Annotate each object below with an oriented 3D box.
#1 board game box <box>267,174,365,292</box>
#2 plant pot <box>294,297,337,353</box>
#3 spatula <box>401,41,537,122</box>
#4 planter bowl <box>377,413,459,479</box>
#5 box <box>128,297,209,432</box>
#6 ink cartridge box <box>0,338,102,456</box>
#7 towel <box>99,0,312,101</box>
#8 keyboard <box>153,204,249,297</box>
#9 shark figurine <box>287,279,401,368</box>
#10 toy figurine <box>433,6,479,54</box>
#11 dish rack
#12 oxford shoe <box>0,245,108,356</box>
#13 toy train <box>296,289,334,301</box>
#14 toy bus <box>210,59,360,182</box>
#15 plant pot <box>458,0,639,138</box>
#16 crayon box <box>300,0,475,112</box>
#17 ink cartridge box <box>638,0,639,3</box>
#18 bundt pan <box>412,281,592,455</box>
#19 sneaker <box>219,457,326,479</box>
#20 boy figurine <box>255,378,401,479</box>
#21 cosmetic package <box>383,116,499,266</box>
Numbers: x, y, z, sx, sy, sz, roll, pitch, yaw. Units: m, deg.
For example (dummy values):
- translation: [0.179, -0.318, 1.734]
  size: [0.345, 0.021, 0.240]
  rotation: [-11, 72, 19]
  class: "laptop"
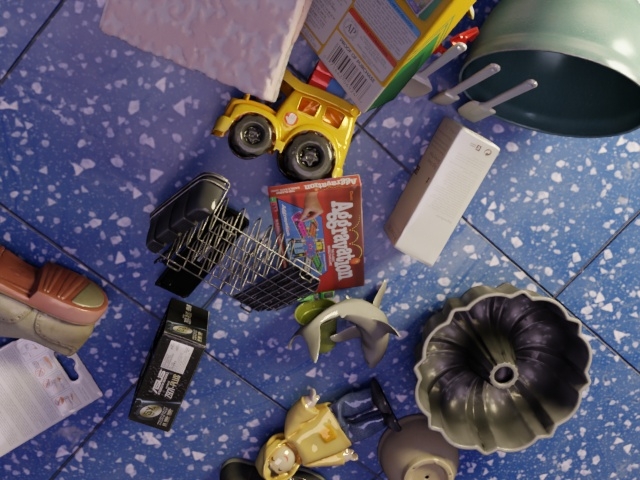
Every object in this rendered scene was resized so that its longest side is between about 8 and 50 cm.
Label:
- translation: [0.000, 0.000, 1.320]
  size: [0.145, 0.027, 0.281]
  rotation: [-9, 143, -2]
  class: "board game box"
- translation: [-0.001, 0.161, 1.433]
  size: [0.083, 0.083, 0.079]
  rotation: [-10, 121, -2]
  class: "plant pot"
- translation: [0.221, -0.242, 1.237]
  size: [0.168, 0.242, 0.019]
  rotation: [25, 81, -11]
  class: "spatula"
- translation: [0.199, 0.434, 1.523]
  size: [0.162, 0.109, 0.162]
  rotation: [-2, 109, -6]
  class: "planter bowl"
- translation: [-0.265, 0.216, 1.384]
  size: [0.077, 0.147, 0.180]
  rotation: [21, 106, -12]
  class: "box"
- translation: [-0.544, 0.266, 1.437]
  size: [0.224, 0.056, 0.181]
  rotation: [-31, 110, -14]
  class: "ink cartridge box"
- translation: [-0.153, -0.405, 1.160]
  size: [0.331, 0.053, 0.317]
  rotation: [26, 108, 18]
  class: "towel"
- translation: [-0.220, 0.010, 1.387]
  size: [0.100, 0.038, 0.192]
  rotation: [33, 103, -39]
  class: "keyboard"
- translation: [0.076, 0.150, 1.362]
  size: [0.278, 0.116, 0.166]
  rotation: [21, 97, -53]
  class: "shark figurine"
- translation: [0.182, -0.480, 1.222]
  size: [0.217, 0.191, 0.363]
  rotation: [-29, 96, -32]
  class: "toy figurine"
- translation: [-0.136, 0.020, 1.281]
  size: [0.271, 0.074, 0.208]
  rotation: [33, 143, -24]
  class: "dish rack"
- translation: [-0.569, 0.085, 1.319]
  size: [0.397, 0.140, 0.147]
  rotation: [26, 111, -11]
  class: "oxford shoe"
- translation: [-0.015, 0.101, 1.435]
  size: [0.083, 0.024, 0.017]
  rotation: [-9, 109, -3]
  class: "toy train"
- translation: [-0.043, -0.211, 1.273]
  size: [0.220, 0.149, 0.212]
  rotation: [22, 92, -10]
  class: "toy bus"
- translation: [0.383, -0.309, 1.221]
  size: [0.293, 0.293, 0.196]
  rotation: [19, 80, -11]
  class: "plant pot"
- translation: [0.102, -0.363, 1.127]
  size: [0.203, 0.083, 0.323]
  rotation: [53, 142, 8]
  class: "crayon box"
- translation: [0.660, -0.437, 1.296]
  size: [0.324, 0.071, 0.330]
  rotation: [-13, 106, 0]
  class: "ink cartridge box"
- translation: [0.320, 0.222, 1.456]
  size: [0.330, 0.124, 0.331]
  rotation: [-2, 109, -6]
  class: "bundt pan"
- translation: [-0.087, 0.495, 1.511]
  size: [0.222, 0.118, 0.083]
  rotation: [12, 107, -9]
  class: "sneaker"
- translation: [0.000, 0.362, 1.491]
  size: [0.285, 0.092, 0.177]
  rotation: [-24, 112, 0]
  class: "boy figurine"
- translation: [0.201, -0.085, 1.345]
  size: [0.085, 0.117, 0.231]
  rotation: [26, 103, -13]
  class: "cosmetic package"
